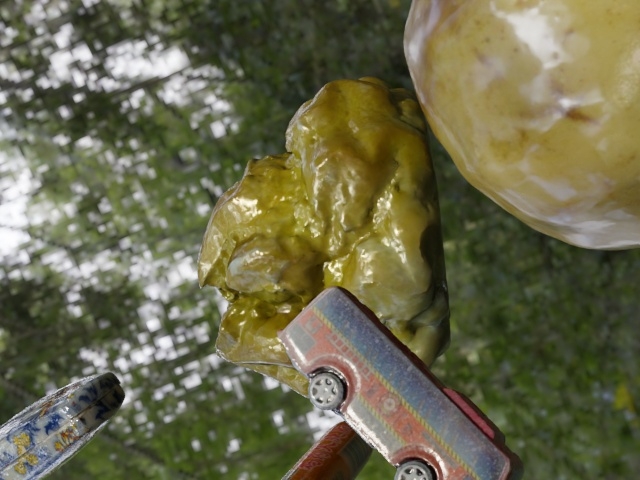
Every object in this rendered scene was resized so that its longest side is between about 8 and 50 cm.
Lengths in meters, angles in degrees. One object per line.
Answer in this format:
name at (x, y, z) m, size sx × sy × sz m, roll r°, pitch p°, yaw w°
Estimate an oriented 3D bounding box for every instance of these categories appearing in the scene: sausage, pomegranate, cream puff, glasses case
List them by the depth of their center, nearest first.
pomegranate at (0.232, -0.160, 1.125) m, size 0.332 × 0.333 × 0.332 m, roll 57°, pitch -161°, yaw -33°
sausage at (-0.018, 0.234, 1.297) m, size 0.053 × 0.053 × 0.348 m, roll 66°, pitch -156°, yaw -6°
glasses case at (-0.276, 0.196, 1.385) m, size 0.065 × 0.248 × 0.087 m, roll 52°, pitch -141°, yaw -5°
cream puff at (0.000, -0.002, 1.484) m, size 0.291 × 0.257 × 0.324 m, roll -100°, pitch 0°, yaw -46°

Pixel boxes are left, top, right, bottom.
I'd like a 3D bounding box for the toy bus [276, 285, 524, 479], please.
toy bus at (0.054, 0.115, 0.984) m, size 0.192 × 0.077 × 0.065 m, roll 44°, pitch -175°, yaw 21°
